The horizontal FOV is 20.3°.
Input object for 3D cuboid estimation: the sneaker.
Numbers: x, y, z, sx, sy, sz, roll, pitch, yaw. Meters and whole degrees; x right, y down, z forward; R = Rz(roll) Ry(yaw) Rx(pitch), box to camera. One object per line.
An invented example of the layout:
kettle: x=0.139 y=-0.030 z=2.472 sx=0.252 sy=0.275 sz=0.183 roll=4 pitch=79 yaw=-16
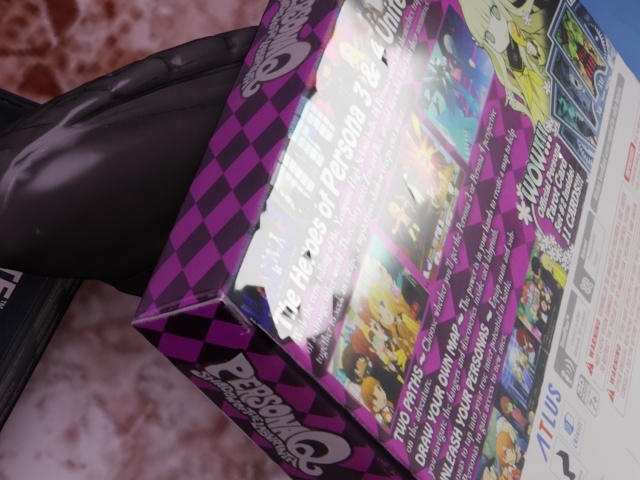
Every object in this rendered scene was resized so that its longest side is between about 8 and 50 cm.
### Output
sneaker: x=0.000 y=0.000 z=0.633 sx=0.286 sy=0.109 sz=0.130 roll=-3 pitch=75 yaw=-44

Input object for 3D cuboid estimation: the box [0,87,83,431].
box: x=-0.196 y=0.025 z=0.666 sx=0.175 sy=0.051 sz=0.220 roll=22 pitch=59 yaw=6

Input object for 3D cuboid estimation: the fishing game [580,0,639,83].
fishing game: x=0.170 y=-0.099 z=0.764 sx=0.264 sy=0.041 sz=0.189 roll=39 pitch=65 yaw=5

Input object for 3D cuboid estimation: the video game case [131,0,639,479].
video game case: x=0.052 y=0.002 z=0.587 sx=0.210 sy=0.041 sz=0.232 roll=47 pitch=43 yaw=-30
